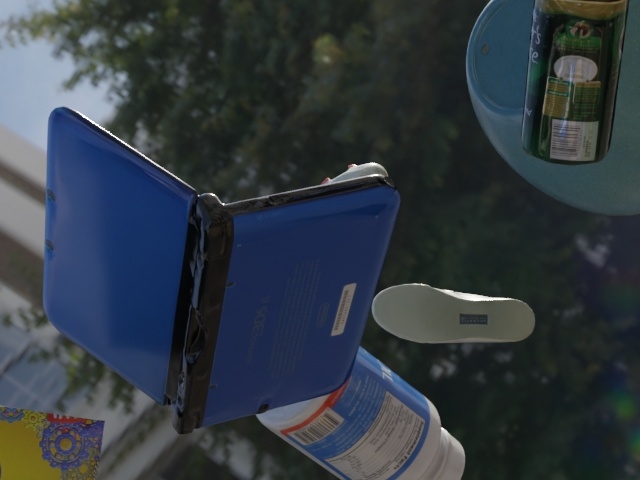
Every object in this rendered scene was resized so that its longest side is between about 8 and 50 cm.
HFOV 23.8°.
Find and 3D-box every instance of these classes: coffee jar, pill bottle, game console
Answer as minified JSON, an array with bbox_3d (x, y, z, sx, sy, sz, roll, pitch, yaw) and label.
[{"bbox_3d":[0.214,-0.163,1.272,0.096,0.079,0.184,-65,-20,-60],"label":"coffee jar"},{"bbox_3d":[0.046,0.191,1.571,0.221,0.124,0.124,40,-100,-31],"label":"pill bottle"},{"bbox_3d":[-0.096,0.015,1.322,0.250,0.173,0.293,-12,-36,-21],"label":"game console"}]

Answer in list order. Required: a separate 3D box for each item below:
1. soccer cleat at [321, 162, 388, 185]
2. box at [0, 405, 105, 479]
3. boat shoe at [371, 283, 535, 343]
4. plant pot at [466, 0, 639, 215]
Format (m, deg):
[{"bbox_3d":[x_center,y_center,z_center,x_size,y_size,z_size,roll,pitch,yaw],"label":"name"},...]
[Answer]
[{"bbox_3d":[0.000,0.000,1.553,0.196,0.076,0.068,-40,-45,-1],"label":"soccer cleat"},{"bbox_3d":[-0.364,0.217,1.239,0.279,0.290,0.177,-16,64,63],"label":"box"},{"bbox_3d":[0.178,0.109,2.093,0.081,0.227,0.079,136,140,-78],"label":"boat shoe"},{"bbox_3d":[0.265,-0.179,1.579,0.195,0.290,0.290,7,-67,-46],"label":"plant pot"}]
